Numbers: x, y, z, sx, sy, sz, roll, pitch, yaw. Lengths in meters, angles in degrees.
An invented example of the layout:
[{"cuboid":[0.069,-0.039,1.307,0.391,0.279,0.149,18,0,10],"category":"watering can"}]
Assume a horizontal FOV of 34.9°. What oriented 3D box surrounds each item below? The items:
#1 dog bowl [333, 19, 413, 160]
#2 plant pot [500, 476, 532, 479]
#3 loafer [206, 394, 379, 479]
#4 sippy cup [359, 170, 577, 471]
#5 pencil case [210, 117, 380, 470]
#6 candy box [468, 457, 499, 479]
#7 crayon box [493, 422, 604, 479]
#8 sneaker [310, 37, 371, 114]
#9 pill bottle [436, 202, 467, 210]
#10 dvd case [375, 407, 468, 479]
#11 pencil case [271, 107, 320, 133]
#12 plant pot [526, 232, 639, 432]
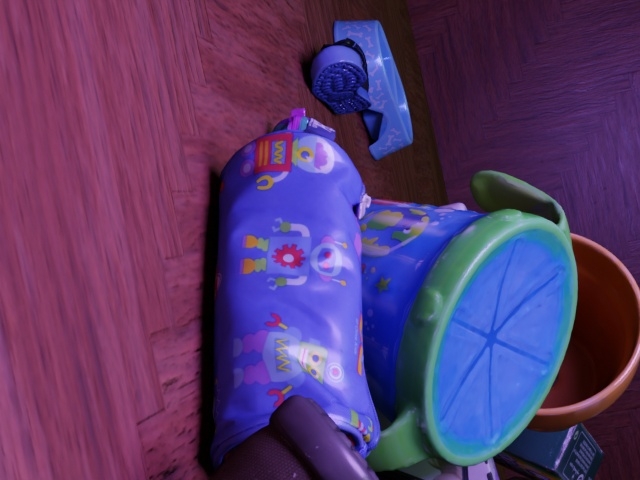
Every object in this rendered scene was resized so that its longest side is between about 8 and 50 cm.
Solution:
[{"cuboid":[0.098,-0.266,1.782,0.297,0.074,0.165,61,21,-55],"category":"dog bowl"},{"cuboid":[0.279,0.492,1.355,0.305,0.334,0.333,-118,-171,-62],"category":"plant pot"},{"cuboid":[-0.024,0.251,0.706,0.134,0.130,0.365,44,-25,43],"category":"loafer"},{"cuboid":[0.085,0.062,0.959,0.306,0.224,0.240,-10,113,-46],"category":"sippy cup"},{"cuboid":[-0.020,0.050,0.822,0.119,0.133,0.306,92,-3,-53],"category":"pencil case"},{"cuboid":[0.118,0.288,1.129,0.070,0.165,0.196,-83,158,-60],"category":"candy box"},{"cuboid":[0.226,0.254,1.462,0.083,0.323,0.203,-62,147,-12],"category":"crayon box"},{"cuboid":[0.024,-0.248,1.437,0.232,0.081,0.090,47,30,-80],"category":"sneaker"},{"cuboid":[0.088,0.028,1.189,0.112,0.187,0.112,-12,90,-77],"category":"pill bottle"},{"cuboid":[0.066,0.156,1.054,0.253,0.180,0.022,-80,-167,-60],"category":"dvd case"},{"cuboid":[-0.028,-0.073,1.054,0.151,0.065,0.070,-83,165,-57],"category":"pencil case"},{"cuboid":[0.244,0.120,1.111,0.188,0.205,0.205,64,18,-59],"category":"plant pot"}]
